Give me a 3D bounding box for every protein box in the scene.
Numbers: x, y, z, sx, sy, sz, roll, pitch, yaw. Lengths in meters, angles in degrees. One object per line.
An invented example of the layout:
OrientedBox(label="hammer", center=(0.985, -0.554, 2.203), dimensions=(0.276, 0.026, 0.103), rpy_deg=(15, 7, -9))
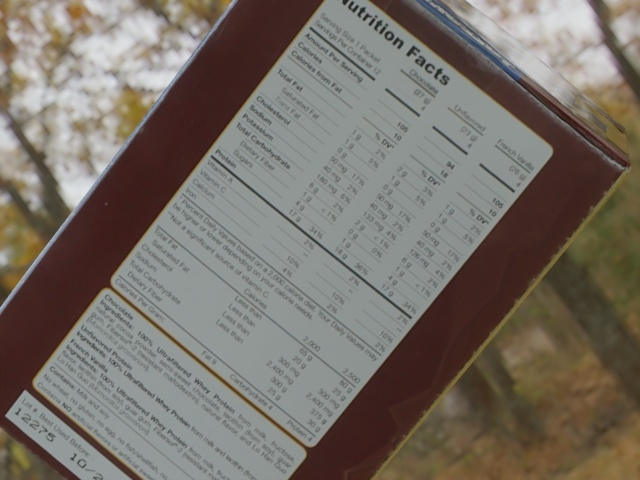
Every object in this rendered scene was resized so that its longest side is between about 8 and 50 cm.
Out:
OrientedBox(label="protein box", center=(0.000, 0.000, 0.683), dimensions=(0.201, 0.136, 0.200), rpy_deg=(-51, -3, 11))
